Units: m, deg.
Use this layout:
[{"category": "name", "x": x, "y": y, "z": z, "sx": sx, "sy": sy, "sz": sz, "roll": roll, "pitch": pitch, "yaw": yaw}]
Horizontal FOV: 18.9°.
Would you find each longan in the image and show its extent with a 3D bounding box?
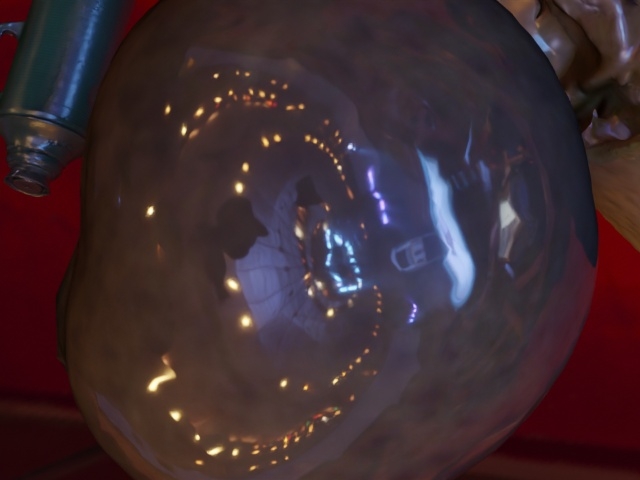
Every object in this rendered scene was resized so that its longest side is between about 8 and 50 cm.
[{"category": "longan", "x": 0.000, "y": 0.000, "z": 1.038, "sx": 0.319, "sy": 0.319, "sz": 0.319, "roll": 26, "pitch": 126, "yaw": 43}]

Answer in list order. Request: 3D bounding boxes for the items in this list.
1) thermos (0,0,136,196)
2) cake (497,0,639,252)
[{"category": "thermos", "x": -0.175, "y": -0.123, "z": 1.291, "sx": 0.073, "sy": 0.083, "sz": 0.187, "roll": -8, "pitch": 62, "yaw": 52}, {"category": "cake", "x": 0.206, "y": -0.184, "z": 1.124, "sx": 0.321, "sy": 0.332, "sz": 0.332, "roll": 39, "pitch": 150, "yaw": -22}]
